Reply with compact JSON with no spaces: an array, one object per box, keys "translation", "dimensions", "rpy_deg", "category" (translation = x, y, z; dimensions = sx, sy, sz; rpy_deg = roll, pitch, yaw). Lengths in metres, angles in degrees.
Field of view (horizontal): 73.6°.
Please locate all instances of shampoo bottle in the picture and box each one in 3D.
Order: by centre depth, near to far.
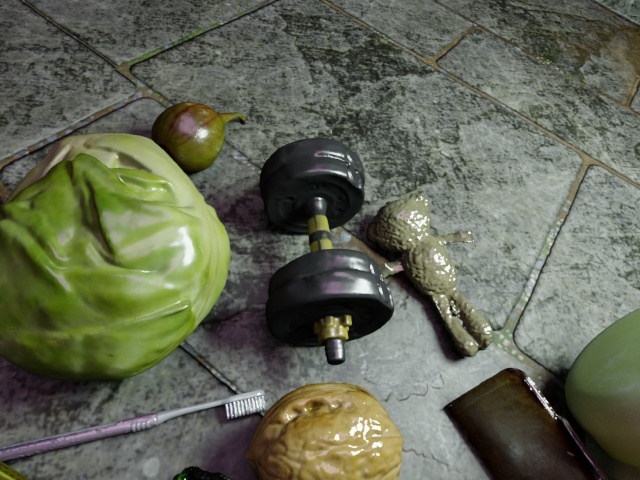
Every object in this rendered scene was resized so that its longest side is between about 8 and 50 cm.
[{"translation":[0.522,0.251,0.548],"dimensions":[0.322,0.322,0.317],"rpy_deg":[-37,83,-31],"category":"shampoo bottle"}]

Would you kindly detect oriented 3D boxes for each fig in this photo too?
[{"translation":[-0.207,-0.212,0.817],"dimensions":[0.124,0.124,0.236],"rpy_deg":[37,44,12],"category":"fig"}]

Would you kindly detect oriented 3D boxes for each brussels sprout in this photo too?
[{"translation":[-0.269,0.020,0.556],"dimensions":[0.328,0.247,0.327],"rpy_deg":[8,58,-12],"category":"brussels sprout"}]

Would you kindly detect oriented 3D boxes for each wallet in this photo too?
[{"translation":[0.297,0.307,0.575],"dimensions":[0.031,0.137,0.255],"rpy_deg":[3,49,-52],"category":"wallet"}]

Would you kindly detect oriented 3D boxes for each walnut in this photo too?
[{"translation":[0.003,0.252,0.520],"dimensions":[0.184,0.155,0.155],"rpy_deg":[1,56,-9],"category":"walnut"}]

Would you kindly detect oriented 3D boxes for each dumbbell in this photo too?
[{"translation":[0.000,0.000,0.670],"dimensions":[0.185,0.185,0.388],"rpy_deg":[0,57,-14],"category":"dumbbell"}]

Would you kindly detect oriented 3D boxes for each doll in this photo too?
[{"translation":[0.199,0.047,0.750],"dimensions":[0.286,0.091,0.202],"rpy_deg":[34,88,23],"category":"doll"}]

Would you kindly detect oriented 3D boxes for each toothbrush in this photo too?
[{"translation":[-0.243,0.240,0.541],"dimensions":[0.354,0.024,0.029],"rpy_deg":[-6,57,-18],"category":"toothbrush"}]

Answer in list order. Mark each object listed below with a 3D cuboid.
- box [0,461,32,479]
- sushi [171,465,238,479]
[{"translation":[-0.420,0.275,0.453],"dimensions":[0.193,0.030,0.121],"rpy_deg":[27,68,4],"category":"box"},{"translation":[-0.140,0.355,0.428],"dimensions":[0.127,0.124,0.225],"rpy_deg":[16,54,-3],"category":"sushi"}]
